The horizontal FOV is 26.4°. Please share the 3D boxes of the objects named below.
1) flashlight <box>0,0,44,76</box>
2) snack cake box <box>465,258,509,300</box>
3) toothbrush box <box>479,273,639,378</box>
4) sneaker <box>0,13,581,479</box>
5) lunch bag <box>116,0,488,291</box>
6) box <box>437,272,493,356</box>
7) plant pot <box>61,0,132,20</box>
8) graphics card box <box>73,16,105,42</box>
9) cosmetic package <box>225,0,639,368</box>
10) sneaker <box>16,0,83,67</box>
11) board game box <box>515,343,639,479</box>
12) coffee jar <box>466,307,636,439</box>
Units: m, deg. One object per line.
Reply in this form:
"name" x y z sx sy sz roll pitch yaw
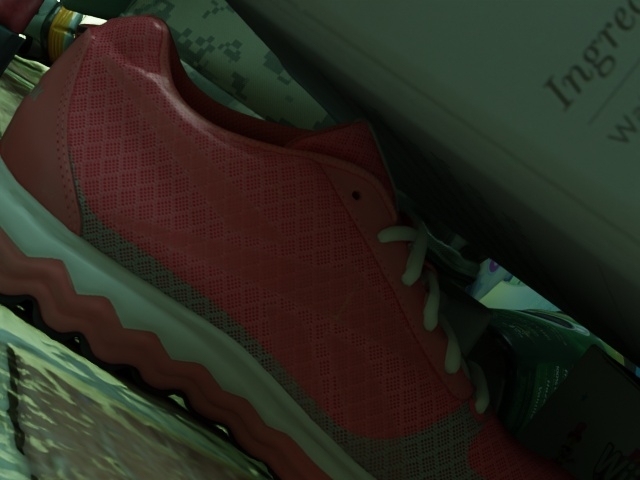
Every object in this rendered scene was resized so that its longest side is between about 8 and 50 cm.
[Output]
"flashlight" -0.203 -0.266 1.006 0.103 0.304 0.103 32 6 -17
"snack cake box" 0.110 -0.095 1.083 0.152 0.264 0.089 33 45 23
"toothbrush box" 0.257 0.111 1.173 0.216 0.126 0.295 53 -6 -36
"sneaker" 0.007 0.025 0.551 0.314 0.136 0.116 34 6 -8
"lunch bag" 0.012 -0.082 0.936 0.305 0.256 0.212 36 5 15
"box" -0.013 0.023 0.708 0.170 0.091 0.130 36 4 18
"plant pot" -0.091 -0.249 1.138 0.234 0.165 0.165 1 8 12
"graphics card box" -0.113 -0.146 1.262 0.233 0.094 0.371 9 11 -10
"cosmetic package" 0.221 -0.094 0.600 0.394 0.327 0.329 39 0 24
"sneaker" -0.281 -0.215 1.365 0.083 0.084 0.215 13 1 -10
"board game box" 0.251 0.198 0.652 0.303 0.097 0.224 37 4 -22
"coffee jar" 0.122 0.084 0.856 0.096 0.079 0.184 18 7 38
